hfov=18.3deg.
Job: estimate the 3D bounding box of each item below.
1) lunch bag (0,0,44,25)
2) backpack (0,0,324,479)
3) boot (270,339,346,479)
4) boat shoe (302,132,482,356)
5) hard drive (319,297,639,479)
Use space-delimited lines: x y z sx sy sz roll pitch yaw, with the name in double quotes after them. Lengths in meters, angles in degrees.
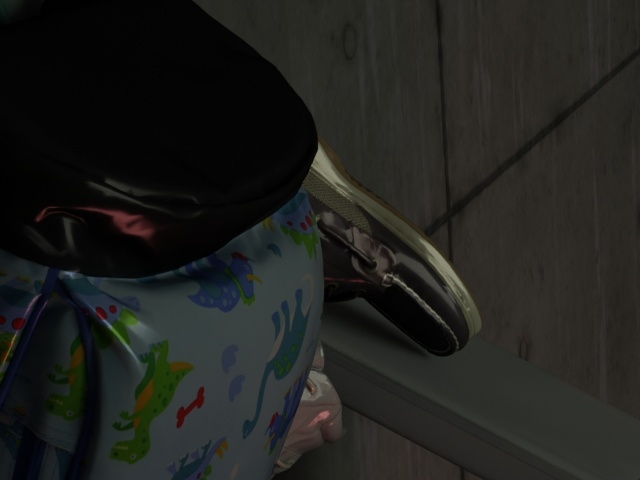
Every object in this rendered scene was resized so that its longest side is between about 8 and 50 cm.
-0.148 -0.179 1.139 0.224 0.108 0.279 69 34 -54 "lunch bag"
-0.138 0.084 1.000 0.355 0.273 0.290 -54 169 22 "backpack"
-0.060 0.086 1.334 0.095 0.123 0.258 61 -1 31 "boot"
0.000 0.000 1.449 0.285 0.103 0.092 45 66 -23 "boat shoe"
0.123 0.124 1.523 0.233 0.353 0.047 -9 123 -67 "hard drive"
